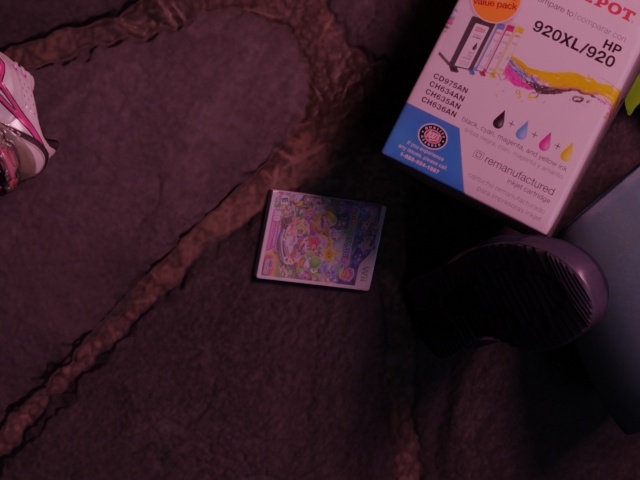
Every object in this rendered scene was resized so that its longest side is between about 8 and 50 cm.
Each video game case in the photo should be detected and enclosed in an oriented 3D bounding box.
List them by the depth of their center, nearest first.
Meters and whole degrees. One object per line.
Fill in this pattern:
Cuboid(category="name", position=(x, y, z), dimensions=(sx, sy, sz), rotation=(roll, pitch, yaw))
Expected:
Cuboid(category="video game case", position=(0.000, 0.000, 1.602), dimensions=(0.122, 0.011, 0.087), rotation=(7, 99, -25))

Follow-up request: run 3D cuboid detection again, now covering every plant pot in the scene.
Cuboid(category="plant pot", position=(0.349, 0.023, 1.636), dimensions=(0.290, 0.290, 0.195), rotation=(-39, 86, -10))

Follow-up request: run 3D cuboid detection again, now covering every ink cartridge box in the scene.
Cuboid(category="ink cartridge box", position=(0.188, -0.139, 1.529), dimensions=(0.171, 0.168, 0.233), rotation=(27, 90, 9))

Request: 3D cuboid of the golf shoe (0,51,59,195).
Cuboid(category="golf shoe", position=(-0.292, -0.135, 1.423), dimensions=(0.086, 0.067, 0.186), rotation=(-41, 117, -39))

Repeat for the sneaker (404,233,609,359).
Cuboid(category="sneaker", position=(0.195, 0.035, 1.534), dimensions=(0.131, 0.319, 0.112), rotation=(-24, 95, -23))

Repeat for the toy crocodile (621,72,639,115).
Cuboid(category="toy crocodile", position=(0.450, -0.084, 1.720), dimensions=(0.340, 0.115, 0.105), rotation=(37, 103, -24))
